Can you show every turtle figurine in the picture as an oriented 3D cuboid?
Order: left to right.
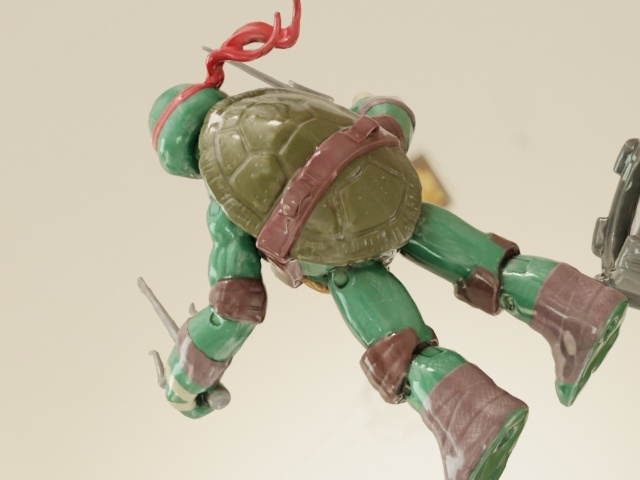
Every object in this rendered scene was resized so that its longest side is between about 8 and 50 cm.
[{"bbox_3d":[0.000,0.000,0.786,0.234,0.175,0.118,36,162,20],"label":"turtle figurine"}]

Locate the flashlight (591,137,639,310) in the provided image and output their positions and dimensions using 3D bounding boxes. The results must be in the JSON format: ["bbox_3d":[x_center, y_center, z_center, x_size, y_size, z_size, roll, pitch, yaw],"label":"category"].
[{"bbox_3d":[0.296,0.021,0.988,0.304,0.103,0.103,15,-177,-3],"label":"flashlight"}]
